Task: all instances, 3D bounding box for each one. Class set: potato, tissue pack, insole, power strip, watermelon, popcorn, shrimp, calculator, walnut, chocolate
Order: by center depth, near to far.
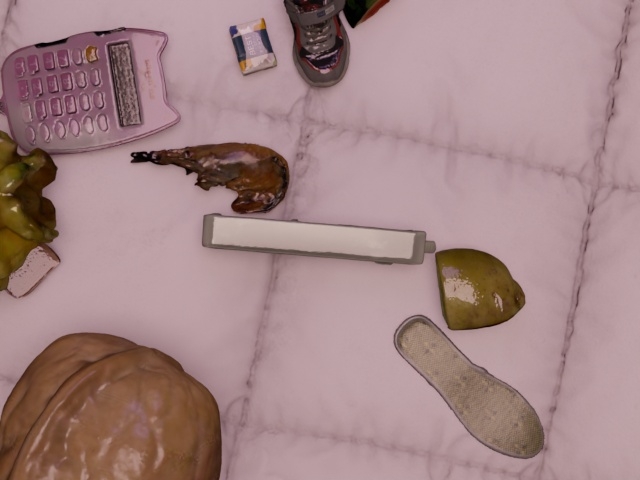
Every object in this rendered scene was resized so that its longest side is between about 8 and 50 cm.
[{"bbox_3d":[-0.327,0.329,1.732,0.381,0.381,0.381,0,89,-4],"label":"walnut"},{"bbox_3d":[-0.535,-0.053,1.770,0.258,0.224,0.270,38,73,-7],"label":"popcorn"},{"bbox_3d":[-0.476,0.046,1.867,0.064,0.031,0.101,41,86,-10],"label":"chocolate"},{"bbox_3d":[0.000,-0.001,1.874,0.385,0.091,0.062,5,90,-4],"label":"power strip"},{"bbox_3d":[-0.181,-0.102,1.875,0.262,0.066,0.117,-1,89,-2],"label":"shrimp"},{"bbox_3d":[-0.383,-0.242,1.877,0.294,0.043,0.194,-9,91,-1],"label":"calculator"},{"bbox_3d":[0.267,0.072,1.880,0.149,0.081,0.120,-14,113,-5],"label":"potato"},{"bbox_3d":[0.098,-0.418,1.892,0.094,0.135,0.125,8,85,-40],"label":"watermelon"},{"bbox_3d":[-0.111,-0.320,1.894,0.062,0.042,0.083,-16,91,-7],"label":"tissue pack"},{"bbox_3d":[0.252,0.250,1.930,0.322,0.007,0.109,44,86,-3],"label":"insole"}]

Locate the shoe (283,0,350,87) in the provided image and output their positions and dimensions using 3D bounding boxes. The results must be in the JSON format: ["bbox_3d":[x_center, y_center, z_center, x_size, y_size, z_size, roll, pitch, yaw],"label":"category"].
[{"bbox_3d":[-0.005,-0.367,1.863,0.099,0.125,0.228,-14,89,-7],"label":"shoe"}]
